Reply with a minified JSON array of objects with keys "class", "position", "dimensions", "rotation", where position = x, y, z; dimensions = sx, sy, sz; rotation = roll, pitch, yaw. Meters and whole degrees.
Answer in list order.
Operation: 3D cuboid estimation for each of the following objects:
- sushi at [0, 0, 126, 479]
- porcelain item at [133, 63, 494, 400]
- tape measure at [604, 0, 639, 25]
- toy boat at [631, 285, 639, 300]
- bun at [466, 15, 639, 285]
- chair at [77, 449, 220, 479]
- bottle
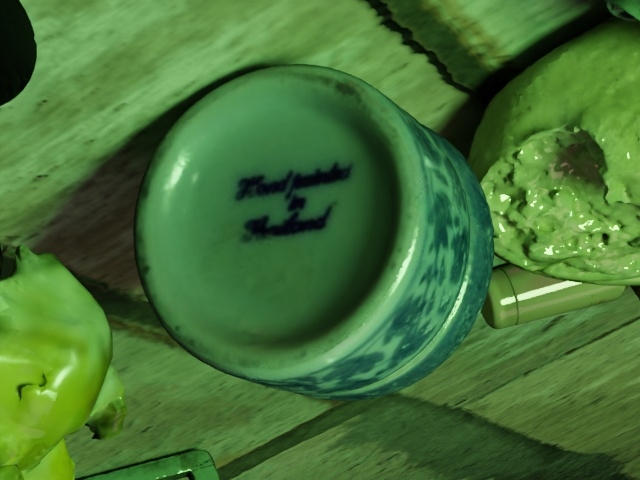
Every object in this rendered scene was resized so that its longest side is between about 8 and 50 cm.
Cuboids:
[{"class":"sushi","position":[-0.256,0.060,0.483],"dimensions":[0.328,0.285,0.328],"rotation":[-32,154,24]},{"class":"porcelain item","position":[0.000,0.000,0.750],"dimensions":[0.147,0.147,0.114],"rotation":[-29,159,16]},{"class":"tape measure","position":[0.218,-0.139,0.706],"dimensions":[0.177,0.087,0.154],"rotation":[-15,168,-12]},{"class":"toy boat","position":[0.268,-0.003,1.087],"dimensions":[0.116,0.061,0.188],"rotation":[-7,153,-32]},{"class":"bun","position":[0.190,-0.044,0.856],"dimensions":[0.237,0.116,0.210],"rotation":[-24,158,0]},{"class":"chair","position":[-0.181,0.218,1.086],"dimensions":[0.270,0.136,0.147],"rotation":[-14,158,-13]},{"class":"bottle","position":[0.156,0.030,1.083],"dimensions":[0.096,0.045,0.045],"rotation":[-16,157,-11]}]
